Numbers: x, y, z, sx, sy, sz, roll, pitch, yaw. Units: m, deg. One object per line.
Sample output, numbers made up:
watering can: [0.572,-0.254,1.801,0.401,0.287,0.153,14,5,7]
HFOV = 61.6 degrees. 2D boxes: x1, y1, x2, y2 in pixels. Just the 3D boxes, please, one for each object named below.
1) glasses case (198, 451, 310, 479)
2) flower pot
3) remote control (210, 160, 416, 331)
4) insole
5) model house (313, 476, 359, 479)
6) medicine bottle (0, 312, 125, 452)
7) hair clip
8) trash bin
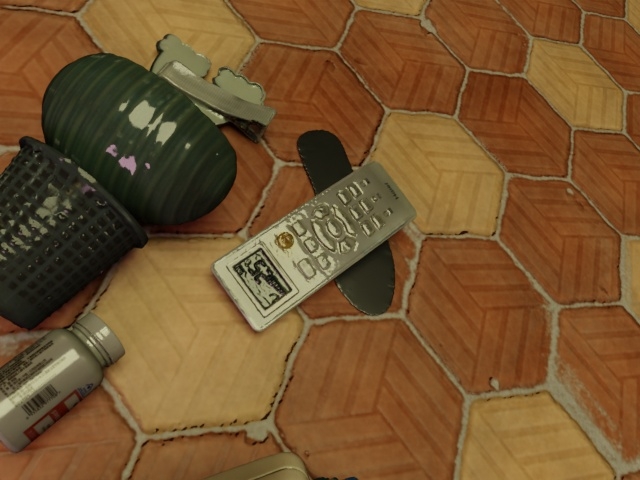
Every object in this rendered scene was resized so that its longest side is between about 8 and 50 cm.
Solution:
glasses case: [-0.153,0.303,0.444,0.336,0.076,0.144,-19,97,-6]
flower pot: [-0.221,-0.119,0.660,0.243,0.189,0.157,36,92,1]
remote control: [0.000,0.000,0.761,0.313,0.055,0.109,-34,86,-25]
insole: [0.038,-0.037,0.822,0.109,0.007,0.322,-10,68,-23]
model house: [0.018,0.313,0.547,0.119,0.149,0.148,-4,63,-22]
medicine bottle: [-0.282,0.143,0.563,0.079,0.079,0.140,44,57,6]
hair clip: [-0.173,-0.227,0.820,0.220,0.054,0.140,28,62,-2]
trash bin: [-0.311,0.001,0.587,0.175,0.175,0.161,38,67,1]
